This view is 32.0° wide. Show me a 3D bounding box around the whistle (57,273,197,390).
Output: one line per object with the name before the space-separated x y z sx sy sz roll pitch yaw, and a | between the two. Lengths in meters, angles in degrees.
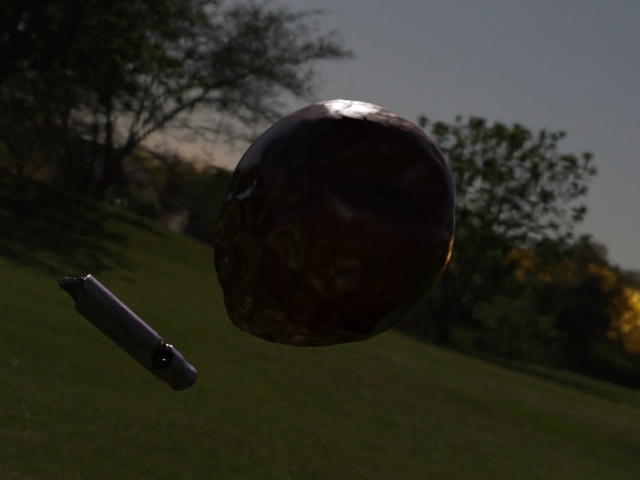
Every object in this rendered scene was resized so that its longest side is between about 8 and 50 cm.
whistle | -0.170 0.083 1.000 0.033 0.033 0.176 15 -24 43

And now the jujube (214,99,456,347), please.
jujube | 0.000 0.000 0.804 0.168 0.168 0.236 16 -28 -15
